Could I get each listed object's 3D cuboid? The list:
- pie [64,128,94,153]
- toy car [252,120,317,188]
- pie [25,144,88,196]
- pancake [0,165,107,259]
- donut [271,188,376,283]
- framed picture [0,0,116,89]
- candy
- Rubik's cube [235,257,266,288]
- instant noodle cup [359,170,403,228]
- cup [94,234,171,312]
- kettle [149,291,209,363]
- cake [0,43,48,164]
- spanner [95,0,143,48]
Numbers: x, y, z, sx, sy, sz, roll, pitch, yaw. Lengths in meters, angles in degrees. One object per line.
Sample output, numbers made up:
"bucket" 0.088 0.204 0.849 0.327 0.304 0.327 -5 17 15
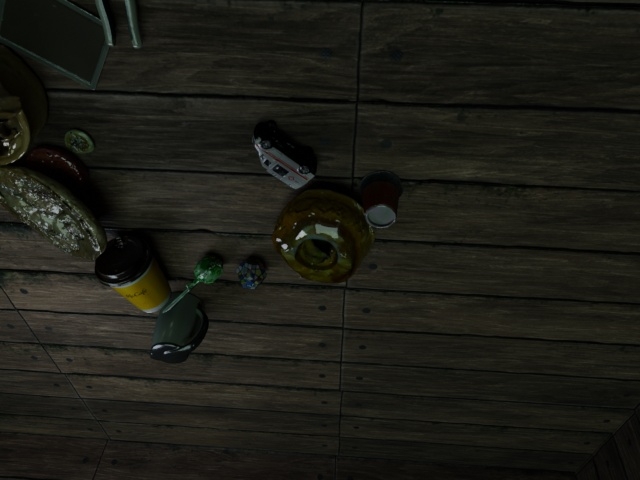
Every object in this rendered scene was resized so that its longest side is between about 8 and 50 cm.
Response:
"pie" -0.686 -0.279 1.425 0.084 0.021 0.084 2 135 2
"toy car" -0.111 -0.231 1.371 0.210 0.089 0.108 31 135 -28
"pie" -0.783 -0.201 1.493 0.183 0.049 0.182 3 134 3
"pancake" -0.825 -0.081 1.540 0.388 0.082 0.386 16 142 13
"donut" 0.000 0.000 1.522 0.331 0.159 0.329 14 139 13
"framed picture" -0.639 -0.499 1.204 0.253 0.014 0.197 27 131 -20
"candy" -0.461 0.167 1.767 0.097 0.097 0.323 36 116 -27
"Rubik's cube" -0.237 0.113 1.723 0.093 0.111 0.111 41 130 1
"instant noodle cup" 0.171 -0.109 1.429 0.127 0.135 0.127 4 135 4
"cup" -0.628 0.124 1.717 0.197 0.196 0.279 -4 141 10
"kettle" -0.510 0.324 1.859 0.222 0.236 0.161 -14 131 19
"cake" -0.879 -0.298 1.217 0.333 0.320 0.332 2 133 2
"spanner" -0.455 -0.579 1.085 0.096 0.040 0.324 5 132 0
